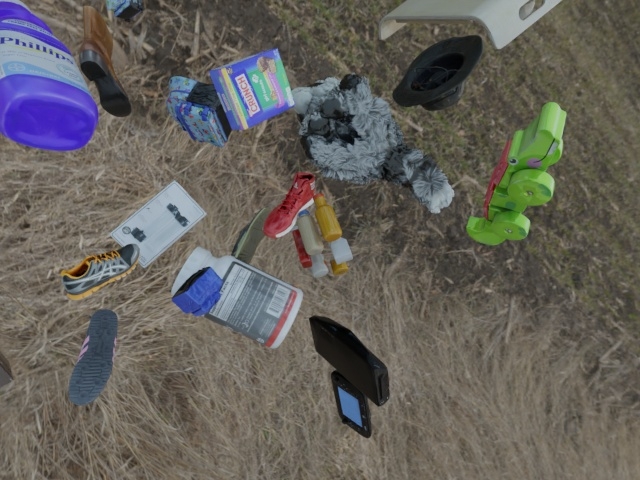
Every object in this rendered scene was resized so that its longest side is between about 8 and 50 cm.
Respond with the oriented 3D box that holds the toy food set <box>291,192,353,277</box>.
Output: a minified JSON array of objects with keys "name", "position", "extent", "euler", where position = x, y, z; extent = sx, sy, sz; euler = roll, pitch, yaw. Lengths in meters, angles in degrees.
[{"name":"toy food set","position":[0.000,0.000,0.930],"extent":[0.111,0.232,0.104],"euler":[-20,64,3]}]

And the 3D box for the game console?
[{"name":"game console","position":[0.074,0.338,0.946],"extent":[0.044,0.213,0.361],"euler":[-30,127,-27]}]

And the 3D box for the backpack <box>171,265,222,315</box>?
[{"name":"backpack","position":[-0.324,0.137,1.116],"extent":[0.101,0.098,0.120],"euler":[52,41,-21]}]

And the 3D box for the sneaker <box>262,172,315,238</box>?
[{"name":"sneaker","position":[-0.089,-0.114,1.155],"extent":[0.087,0.128,0.221],"euler":[25,55,14]}]

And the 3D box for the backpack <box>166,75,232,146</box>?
[{"name":"backpack","position":[-0.317,-0.332,1.052],"extent":[0.174,0.158,0.116],"euler":[19,69,8]}]

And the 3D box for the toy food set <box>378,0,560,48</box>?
[{"name":"toy food set","position":[0.292,-0.461,0.829],"extent":[0.220,0.306,0.092],"euler":[-40,131,-14]}]

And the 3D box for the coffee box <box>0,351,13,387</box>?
[{"name":"coffee box","position":[-0.629,0.223,0.607],"extent":[0.247,0.098,0.141],"euler":[-35,116,-32]}]

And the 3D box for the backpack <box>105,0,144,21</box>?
[{"name":"backpack","position":[-0.638,-0.789,1.326],"extent":[0.084,0.105,0.114],"euler":[-6,86,-55]}]

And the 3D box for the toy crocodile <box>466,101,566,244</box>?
[{"name":"toy crocodile","position":[0.341,-0.097,0.727],"extent":[0.105,0.340,0.115],"euler":[18,68,17]}]

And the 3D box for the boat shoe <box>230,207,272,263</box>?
[{"name":"boat shoe","position":[-0.245,-0.018,1.418],"extent":[0.080,0.074,0.223],"euler":[37,76,-51]}]

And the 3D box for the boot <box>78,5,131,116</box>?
[{"name":"boot","position":[-0.737,-0.601,1.410],"extent":[0.096,0.264,0.280],"euler":[-18,62,3]}]

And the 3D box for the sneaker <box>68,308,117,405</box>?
[{"name":"sneaker","position":[-0.739,0.395,1.359],"extent":[0.112,0.131,0.318],"euler":[15,47,-19]}]

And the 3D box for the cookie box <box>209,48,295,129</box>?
[{"name":"cookie box","position":[-0.102,-0.232,0.633],"extent":[0.107,0.040,0.091],"euler":[-36,123,-29]}]

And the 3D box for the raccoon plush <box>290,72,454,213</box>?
[{"name":"raccoon plush","position":[0.100,-0.234,1.049],"extent":[0.216,0.299,0.446],"euler":[-41,108,12]}]

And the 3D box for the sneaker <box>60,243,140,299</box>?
[{"name":"sneaker","position":[-0.587,0.069,1.108],"extent":[0.215,0.084,0.083],"euler":[-42,140,-32]}]

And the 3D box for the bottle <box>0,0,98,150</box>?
[{"name":"bottle","position":[-0.408,-0.245,0.576],"extent":[0.118,0.092,0.282],"euler":[2,45,-50]}]

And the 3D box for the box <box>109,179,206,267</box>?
[{"name":"box","position":[-0.574,-0.058,1.477],"extent":[0.290,0.087,0.169],"euler":[-46,101,-15]}]

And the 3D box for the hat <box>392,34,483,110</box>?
[{"name":"hat","position":[0.418,-0.537,1.400],"extent":[0.134,0.332,0.331],"euler":[43,58,-34]}]

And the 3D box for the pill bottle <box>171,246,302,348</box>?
[{"name":"pill bottle","position":[-0.257,0.173,1.294],"extent":[0.363,0.210,0.210],"euler":[27,64,-6]}]
